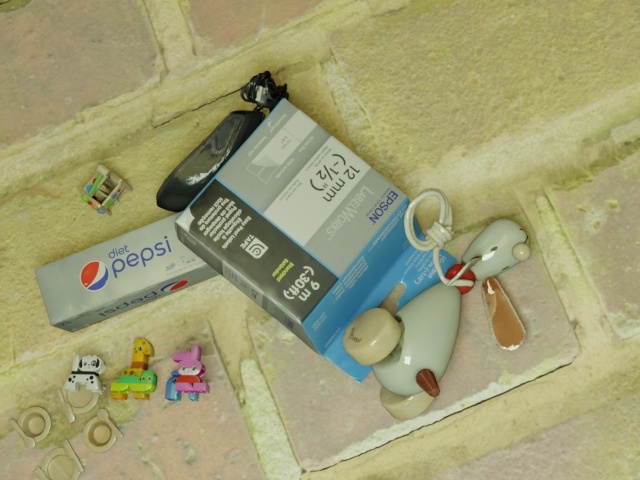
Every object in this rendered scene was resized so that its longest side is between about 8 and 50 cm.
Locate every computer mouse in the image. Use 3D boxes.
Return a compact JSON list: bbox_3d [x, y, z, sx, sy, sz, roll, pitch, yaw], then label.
[{"bbox_3d":[-0.140,-0.133,1.738,0.072,0.188,0.272,44,97,6],"label":"computer mouse"}]

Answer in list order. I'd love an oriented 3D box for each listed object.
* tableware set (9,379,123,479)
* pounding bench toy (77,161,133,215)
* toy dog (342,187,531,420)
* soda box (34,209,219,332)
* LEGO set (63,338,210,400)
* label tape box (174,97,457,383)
[{"bbox_3d":[-0.387,0.292,1.741,0.169,0.020,0.141,-40,72,0],"label":"tableware set"},{"bbox_3d":[-0.349,-0.083,1.796,0.052,0.083,0.065,37,85,17],"label":"pounding bench toy"},{"bbox_3d":[0.185,0.107,1.586,0.161,0.220,0.333,26,88,57],"label":"toy dog"},{"bbox_3d":[-0.284,0.044,1.746,0.286,0.091,0.098,-22,75,5],"label":"soda box"},{"bbox_3d":[-0.261,0.189,1.711,0.227,0.087,0.093,-2,70,15],"label":"LEGO set"},{"bbox_3d":[0.000,0.000,1.643,0.348,0.115,0.249,38,75,7],"label":"label tape box"}]
